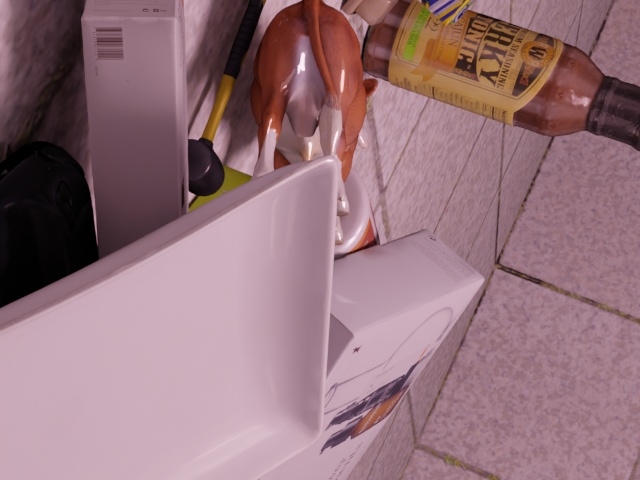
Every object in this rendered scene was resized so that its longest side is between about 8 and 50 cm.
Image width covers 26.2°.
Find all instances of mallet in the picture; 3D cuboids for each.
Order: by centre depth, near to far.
[{"bbox_3d":[-0.079,-0.129,1.129,0.062,0.039,0.189,20,88,-80],"label":"mallet"}]

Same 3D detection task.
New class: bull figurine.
[{"bbox_3d":[-0.007,-0.098,1.198,0.310,0.101,0.188,66,27,-75],"label":"bull figurine"}]

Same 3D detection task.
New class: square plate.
[{"bbox_3d":[-0.143,0.116,0.906,0.344,0.049,0.347,-28,147,-22],"label":"square plate"}]

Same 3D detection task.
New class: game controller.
[{"bbox_3d":[-0.209,0.080,0.925,0.166,0.067,0.319,-42,153,-31],"label":"game controller"}]

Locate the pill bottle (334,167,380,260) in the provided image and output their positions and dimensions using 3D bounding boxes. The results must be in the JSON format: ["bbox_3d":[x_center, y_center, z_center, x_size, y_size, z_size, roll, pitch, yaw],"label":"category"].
[{"bbox_3d":[0.000,0.000,1.435,0.216,0.121,0.121,70,43,-70],"label":"pill bottle"}]

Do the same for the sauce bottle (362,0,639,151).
[{"bbox_3d":[0.222,-0.184,1.534,0.111,0.344,0.111,19,90,-76],"label":"sauce bottle"}]

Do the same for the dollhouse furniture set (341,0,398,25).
[{"bbox_3d":[0.143,-0.426,1.480,0.355,0.174,0.303,-48,173,22],"label":"dollhouse furniture set"}]

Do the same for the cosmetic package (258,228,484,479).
[{"bbox_3d":[-0.017,0.178,1.409,0.284,0.097,0.377,-15,142,-56],"label":"cosmetic package"}]

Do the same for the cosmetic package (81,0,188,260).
[{"bbox_3d":[-0.117,-0.065,0.899,0.099,0.060,0.239,-99,-171,-51],"label":"cosmetic package"}]

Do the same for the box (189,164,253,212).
[{"bbox_3d":[-0.112,0.027,1.217,0.178,0.042,0.109,-56,161,-43],"label":"box"}]

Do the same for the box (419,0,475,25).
[{"bbox_3d":[0.165,-0.297,1.370,0.169,0.059,0.054,-48,176,22],"label":"box"}]
